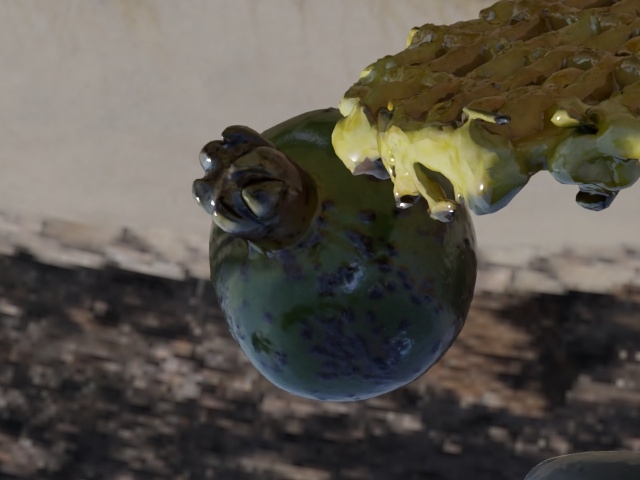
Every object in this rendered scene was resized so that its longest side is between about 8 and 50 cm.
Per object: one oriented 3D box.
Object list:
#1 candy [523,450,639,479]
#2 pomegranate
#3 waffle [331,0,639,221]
[{"bbox_3d":[0.146,0.158,0.765,0.138,0.174,0.071,0,126,12],"label":"candy"},{"bbox_3d":[0.000,0.000,1.242,0.202,0.202,0.248,-5,160,32],"label":"pomegranate"},{"bbox_3d":[0.124,-0.077,0.864,0.262,0.280,0.060,-13,108,27],"label":"waffle"}]
